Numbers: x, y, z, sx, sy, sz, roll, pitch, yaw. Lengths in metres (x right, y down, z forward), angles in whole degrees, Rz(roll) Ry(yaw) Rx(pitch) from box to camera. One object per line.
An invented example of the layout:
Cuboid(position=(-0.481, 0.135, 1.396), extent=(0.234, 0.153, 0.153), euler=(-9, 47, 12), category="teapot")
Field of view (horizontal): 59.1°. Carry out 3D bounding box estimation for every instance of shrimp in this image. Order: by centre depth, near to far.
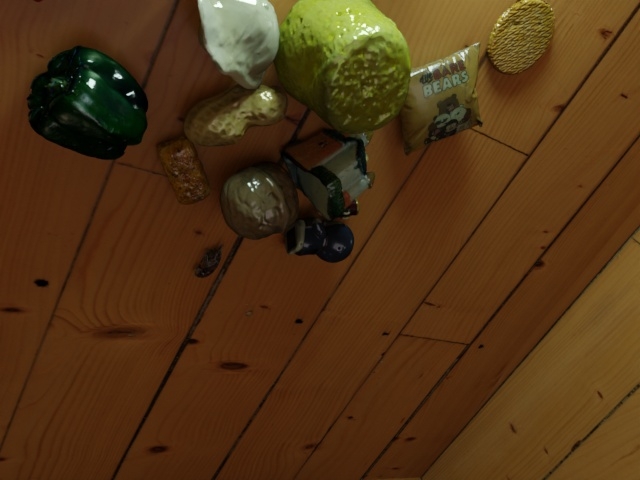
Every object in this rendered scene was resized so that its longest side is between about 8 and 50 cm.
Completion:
Cuboid(position=(-0.370, 0.063, 1.909), extent=(0.065, 0.056, 0.165), euler=(19, 113, -29), category="shrimp")

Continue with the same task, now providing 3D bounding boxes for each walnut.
Cuboid(position=(-0.188, -0.124, 1.738), extent=(0.248, 0.248, 0.248), euler=(-14, 131, -16), category="walnut")

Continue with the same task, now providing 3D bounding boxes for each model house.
Cuboid(position=(0.065, -0.243, 1.775), extent=(0.291, 0.253, 0.184), euler=(-38, 141, -11), category="model house")

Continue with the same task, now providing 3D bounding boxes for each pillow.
Cuboid(position=(0.386, -0.451, 1.831), extent=(0.310, 0.119, 0.312), euler=(-21, 131, -5), category="pillow")

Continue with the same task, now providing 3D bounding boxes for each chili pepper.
Cuboid(position=(-0.562, -0.326, 1.392), extent=(0.233, 0.248, 0.257), euler=(-28, 139, 29), category="chili pepper")

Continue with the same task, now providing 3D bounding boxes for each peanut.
Cuboid(position=(-0.236, -0.356, 1.589), extent=(0.305, 0.147, 0.147), euler=(-28, 133, -7), category="peanut")

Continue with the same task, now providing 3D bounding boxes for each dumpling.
Cuboid(position=(-0.209, -0.516, 1.411), extent=(0.187, 0.243, 0.318), euler=(-13, 125, 23), category="dumpling")

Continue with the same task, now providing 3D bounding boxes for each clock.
Cuboid(position=(0.000, 0.000, 1.983), extent=(0.243, 0.146, 0.199), euler=(6, 155, -28), category="clock")

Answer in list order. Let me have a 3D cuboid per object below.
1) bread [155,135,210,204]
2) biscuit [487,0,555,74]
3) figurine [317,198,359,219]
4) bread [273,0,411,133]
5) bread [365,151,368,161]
Cuboid(position=(-0.401, -0.204, 1.665), extent=(0.114, 0.083, 0.211), euler=(-21, 131, -5), category="bread")
Cuboid(position=(0.655, -0.665, 1.852), extent=(0.254, 0.035, 0.254), euler=(-14, 130, -17), category="biscuit")
Cuboid(position=(0.061, -0.107, 1.961), extent=(0.154, 0.098, 0.082), euler=(-9, 133, -24), category="figurine")
Cuboid(position=(0.067, -0.477, 1.523), extent=(0.348, 0.308, 0.348), euler=(-14, 131, -17), category="bread")
Cuboid(position=(0.124, -0.252, 1.887), extent=(0.109, 0.080, 0.084), euler=(-36, 135, 7), category="bread")
